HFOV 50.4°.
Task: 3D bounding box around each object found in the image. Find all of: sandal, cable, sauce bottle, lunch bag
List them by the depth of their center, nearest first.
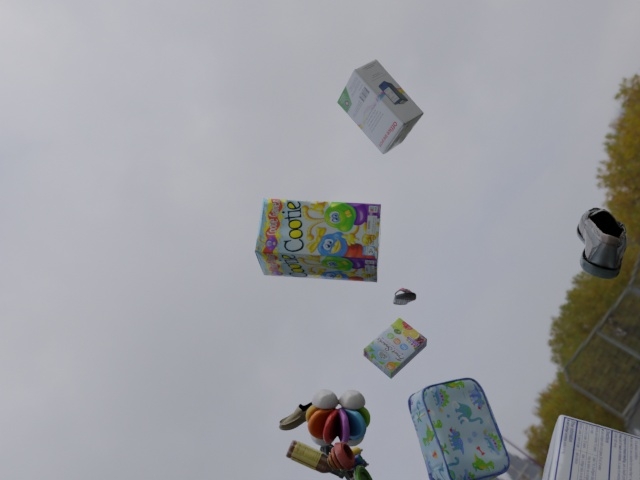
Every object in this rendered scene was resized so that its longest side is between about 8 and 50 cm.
[{"bbox_3d":[-0.008,0.458,1.415,0.042,0.128,0.042,26,-90,-89],"label":"sauce bottle"},{"bbox_3d":[0.296,0.410,1.452,0.176,0.219,0.090,-7,-25,-26],"label":"lunch bag"},{"bbox_3d":[0.064,0.681,2.033,0.287,0.072,0.139,30,-125,-51],"label":"cable"},{"bbox_3d":[0.268,0.178,2.206,0.179,0.067,0.040,107,169,-77],"label":"sandal"}]

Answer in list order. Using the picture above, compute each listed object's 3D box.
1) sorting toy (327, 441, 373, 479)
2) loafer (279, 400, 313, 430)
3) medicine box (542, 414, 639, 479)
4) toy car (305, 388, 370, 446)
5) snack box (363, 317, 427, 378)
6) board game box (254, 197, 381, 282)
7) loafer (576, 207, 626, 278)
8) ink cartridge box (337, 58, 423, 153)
[{"bbox_3d":[0.046,0.376,1.111,0.042,0.102,0.061,-35,-3,15],"label":"sorting toy"},{"bbox_3d":[-0.061,0.517,2.028,0.148,0.056,0.050,-26,-79,1],"label":"loafer"},{"bbox_3d":[0.523,0.468,1.150,0.263,0.289,0.149,-45,-36,-56],"label":"medicine box"},{"bbox_3d":[0.050,0.505,1.881,0.136,0.182,0.159,-97,9,-77],"label":"toy car"},{"bbox_3d":[0.195,0.279,1.772,0.141,0.100,0.037,-37,-34,-25],"label":"snack box"},{"bbox_3d":[0.000,0.000,1.590,0.142,0.275,0.144,79,-165,-64],"label":"board game box"},{"bbox_3d":[0.555,-0.016,1.318,0.267,0.096,0.084,-51,-27,-59],"label":"loafer"},{"bbox_3d":[0.166,-0.373,1.915,0.093,0.212,0.154,-32,-12,-30],"label":"ink cartridge box"}]
